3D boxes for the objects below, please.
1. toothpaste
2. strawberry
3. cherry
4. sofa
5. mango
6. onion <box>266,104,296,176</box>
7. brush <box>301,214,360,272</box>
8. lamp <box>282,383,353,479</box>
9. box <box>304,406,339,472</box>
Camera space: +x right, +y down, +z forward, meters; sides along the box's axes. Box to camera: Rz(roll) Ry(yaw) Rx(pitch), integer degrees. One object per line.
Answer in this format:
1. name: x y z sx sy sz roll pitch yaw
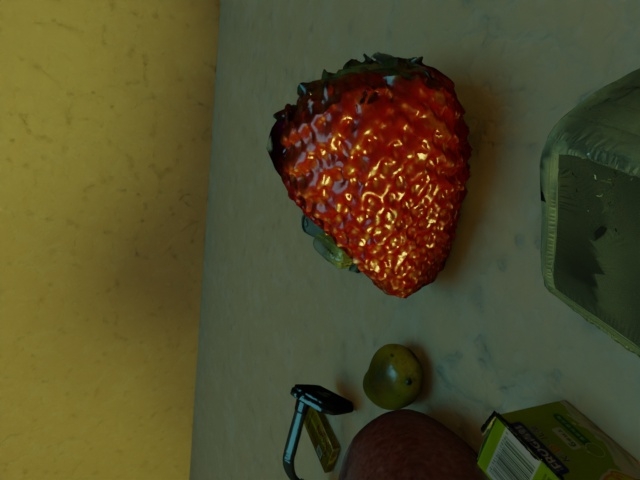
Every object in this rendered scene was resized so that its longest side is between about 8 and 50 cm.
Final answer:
1. toothpaste: 0.289 0.283 0.429 0.327 0.110 0.077 47 131 54
2. strawberry: 0.093 -0.090 0.714 0.312 0.267 0.352 -86 -27 -70
3. cherry: 0.127 0.370 0.664 0.308 0.221 0.261 -92 25 -52
4. sofa: 0.315 -0.013 0.400 0.210 0.175 0.226 47 161 55
5. mango: 0.119 0.237 0.829 0.161 0.076 0.103 122 135 -54
6. onion: -0.016 -0.184 0.982 0.200 0.200 0.208 -35 66 60
7. brush: 0.000 0.000 1.086 0.297 0.060 0.068 -143 53 -58
8. lamp: 0.017 0.453 0.999 0.203 0.124 0.284 12 100 37
9. box: -0.001 0.459 1.154 0.156 0.022 0.089 -127 42 -51
